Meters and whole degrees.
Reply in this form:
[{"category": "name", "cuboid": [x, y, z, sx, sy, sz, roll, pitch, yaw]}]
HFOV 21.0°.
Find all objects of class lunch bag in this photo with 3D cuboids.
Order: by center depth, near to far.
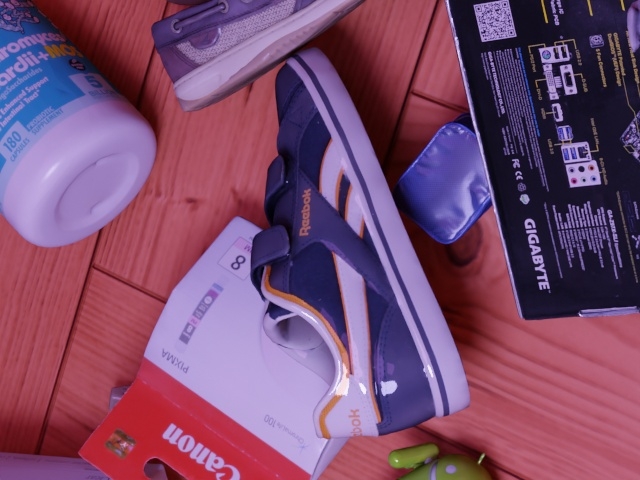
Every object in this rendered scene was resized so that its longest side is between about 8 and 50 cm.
[{"category": "lunch bag", "cuboid": [0.104, -0.046, 1.329, 0.067, 0.065, 0.098, 42, 111, 6]}]

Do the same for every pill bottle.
[{"category": "pill bottle", "cuboid": [-0.274, -0.128, 1.500, 0.264, 0.146, 0.146, 45, 112, 21]}]

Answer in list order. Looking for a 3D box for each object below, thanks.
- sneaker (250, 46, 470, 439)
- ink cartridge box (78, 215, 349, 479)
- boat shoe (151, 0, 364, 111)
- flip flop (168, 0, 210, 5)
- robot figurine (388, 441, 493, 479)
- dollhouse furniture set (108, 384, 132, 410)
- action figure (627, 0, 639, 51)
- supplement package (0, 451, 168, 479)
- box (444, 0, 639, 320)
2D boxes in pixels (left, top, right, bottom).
[{"category": "sneaker", "cuboid": [0.000, 0.000, 1.315, 0.127, 0.126, 0.321, -20, 64, -3]}, {"category": "ink cartridge box", "cuboid": [-0.062, 0.117, 1.374, 0.189, 0.066, 0.232, 32, 70, 26]}, {"category": "boat shoe", "cuboid": [-0.019, -0.206, 1.360, 0.285, 0.103, 0.092, -33, 94, 26]}, {"category": "flip flop", "cuboid": [-0.047, -0.289, 1.398, 0.277, 0.080, 0.112, -32, 76, 25]}, {"category": "robot figurine", "cuboid": [0.088, 0.209, 1.344, 0.115, 0.067, 0.101, -31, 64, 27]}, {"category": "dollhouse furniture set", "cuboid": [-0.152, 0.200, 1.519, 0.081, 0.091, 0.114, 7, 125, -9]}, {"category": "action figure", "cuboid": [0.278, -0.097, 1.059, 0.185, 0.099, 0.285, 4, 122, 8]}, {"category": "supplement package", "cuboid": [-0.250, 0.302, 1.463, 0.262, 0.145, 0.204, -1, 116, 30]}, {"category": "box", "cuboid": [0.231, -0.109, 1.192, 0.257, 0.079, 0.322, -7, 107, 29]}]
